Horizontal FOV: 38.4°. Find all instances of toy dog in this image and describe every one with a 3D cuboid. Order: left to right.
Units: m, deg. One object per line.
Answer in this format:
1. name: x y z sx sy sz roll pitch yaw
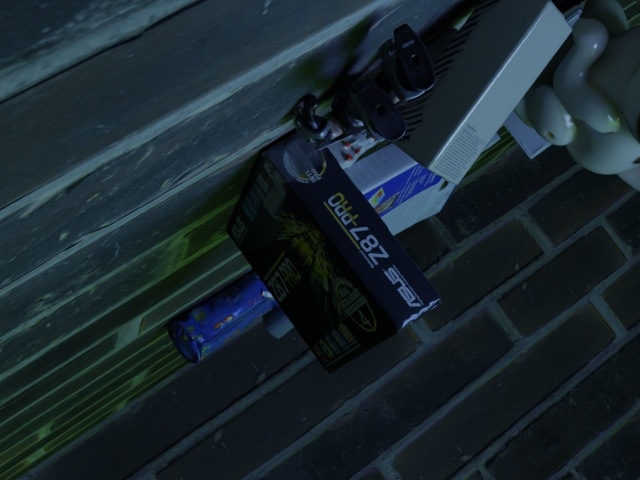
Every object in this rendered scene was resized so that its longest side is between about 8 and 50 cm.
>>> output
1. toy dog: 0.526 -0.223 1.510 0.284 0.395 0.408 -23 -165 -12

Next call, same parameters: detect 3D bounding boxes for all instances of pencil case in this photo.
1. pencil case: -0.223 0.178 2.263 0.306 0.119 0.133 -33 -157 -28

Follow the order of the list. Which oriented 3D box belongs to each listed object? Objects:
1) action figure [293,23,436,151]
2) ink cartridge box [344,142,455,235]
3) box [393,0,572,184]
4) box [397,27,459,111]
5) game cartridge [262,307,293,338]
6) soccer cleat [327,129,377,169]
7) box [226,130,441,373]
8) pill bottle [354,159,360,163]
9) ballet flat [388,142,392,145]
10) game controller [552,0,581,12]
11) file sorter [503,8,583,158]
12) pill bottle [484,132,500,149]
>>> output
1. action figure: 0.062 -0.185 1.169 0.185 0.099 0.285 -41 -171 -7
2. ink cartridge box: 0.130 -0.086 1.643 0.307 0.072 0.303 -31 161 -27
3. box: 0.219 -0.220 1.281 0.275 0.094 0.113 -54 150 9
4. box: 0.173 -0.240 1.490 0.067 0.063 0.324 -36 174 -11
5. game cartridge: -0.070 0.122 2.424 0.196 0.060 0.294 -43 -159 24
6. soccer cleat: 0.031 -0.143 1.460 0.076 0.068 0.196 -36 178 38
7. box: 0.001 0.033 1.444 0.097 0.318 0.395 -32 175 -20
8. pill bottle: 0.017 -0.057 1.793 0.215 0.117 0.117 -34 174 -9
9. ballet flat: 0.201 -0.214 1.898 0.168 0.052 0.057 -41 172 39
10. game controller: 0.369 -0.374 1.525 0.319 0.067 0.166 -33 173 -18
11. file sorter: 0.537 -0.352 2.051 0.278 0.193 0.173 -39 176 28
12. pill bottle: 0.336 -0.255 1.999 0.067 0.120 0.067 -35 174 -4
